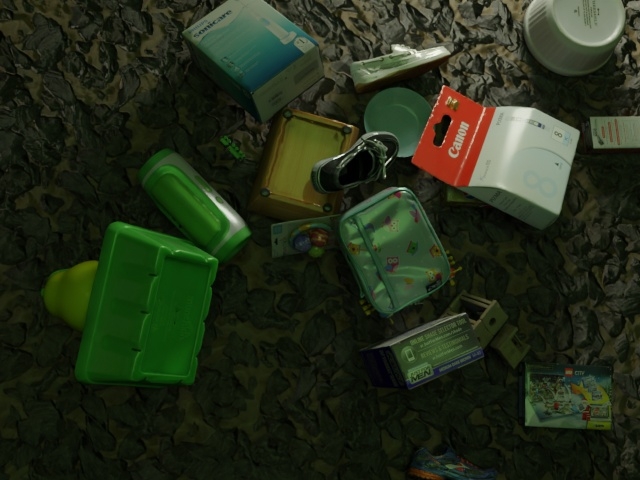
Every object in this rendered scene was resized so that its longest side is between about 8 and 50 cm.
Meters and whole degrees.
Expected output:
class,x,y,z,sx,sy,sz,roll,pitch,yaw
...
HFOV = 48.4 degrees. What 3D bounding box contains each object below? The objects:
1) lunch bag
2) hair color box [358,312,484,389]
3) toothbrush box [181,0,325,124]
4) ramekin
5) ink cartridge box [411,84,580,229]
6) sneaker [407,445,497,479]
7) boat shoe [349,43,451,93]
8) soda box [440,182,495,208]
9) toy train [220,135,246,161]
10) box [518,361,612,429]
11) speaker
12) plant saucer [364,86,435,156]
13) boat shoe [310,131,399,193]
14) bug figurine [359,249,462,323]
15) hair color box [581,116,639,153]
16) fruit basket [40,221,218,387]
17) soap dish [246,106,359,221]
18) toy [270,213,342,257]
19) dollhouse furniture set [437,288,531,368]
class,x,y,z,sx,sy,sz,roll,pitch,yaw
lunch bag,0.167,0.030,1.698,0.224,0.108,0.279,-28,98,-9
hair color box,0.218,0.258,1.631,0.185,0.339,0.110,-21,82,-11
toothbrush box,-0.168,-0.466,1.785,0.216,0.126,0.295,-40,64,-13
ramekin,0.713,-0.604,1.978,0.272,0.127,0.273,1,78,-7
ink cartridge box,0.462,-0.241,1.848,0.384,0.091,0.308,27,59,-2
sneaker,0.323,0.545,1.723,0.221,0.083,0.087,10,70,-9
boat shoe,0.211,-0.481,1.903,0.277,0.098,0.096,-19,83,-10
soda box,0.409,-0.120,1.874,0.181,0.061,0.058,3,79,-7
toy train,-0.226,-0.236,1.838,0.023,0.017,0.083,-44,87,-3
box,0.620,0.394,1.808,0.233,0.044,0.159,5,78,-7
speaker,-0.306,-0.083,1.741,0.131,0.131,0.296,-44,87,-13
plant saucer,0.208,-0.310,1.899,0.194,0.037,0.195,1,79,-7
boat shoe,0.112,-0.195,1.733,0.306,0.105,0.113,-24,108,-42
bug figurine,0.208,0.067,1.806,0.279,0.072,0.216,-31,84,-12
hair color box,0.813,-0.291,1.967,0.167,0.053,0.093,-1,80,-9
fruit basket,-0.449,0.149,1.641,0.283,0.392,0.392,17,73,-46
soap dish,-0.038,-0.187,1.801,0.228,0.118,0.291,15,78,-4
toy,0.000,0.000,1.755,0.237,0.137,0.056,-12,53,-12
dollhouse furniture set,0.405,0.242,1.790,0.129,0.129,0.184,-48,118,-13
